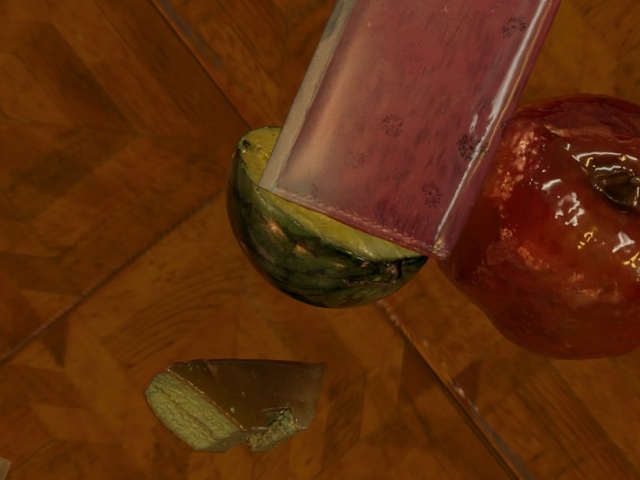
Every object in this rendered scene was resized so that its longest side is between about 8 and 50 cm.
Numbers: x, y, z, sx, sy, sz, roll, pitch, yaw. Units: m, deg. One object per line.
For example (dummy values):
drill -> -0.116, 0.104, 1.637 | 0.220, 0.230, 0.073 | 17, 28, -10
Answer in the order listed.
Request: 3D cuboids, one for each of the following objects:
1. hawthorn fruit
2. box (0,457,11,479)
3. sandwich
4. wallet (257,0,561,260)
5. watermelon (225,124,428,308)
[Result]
hawthorn fruit -> 0.263, -0.023, 1.455 | 0.287, 0.330, 0.287 | 1, 77, -6
box -> -0.379, 0.288, 1.656 | 0.024, 0.167, 0.090 | 21, 79, -5
sandwich -> -0.081, 0.184, 1.601 | 0.090, 0.244, 0.088 | -39, 61, 38
wallet -> 0.061, -0.113, 0.756 | 0.119, 0.025, 0.232 | 23, 90, 33
watermelon -> -0.003, -0.005, 1.425 | 0.232, 0.204, 0.127 | 47, 118, 29
